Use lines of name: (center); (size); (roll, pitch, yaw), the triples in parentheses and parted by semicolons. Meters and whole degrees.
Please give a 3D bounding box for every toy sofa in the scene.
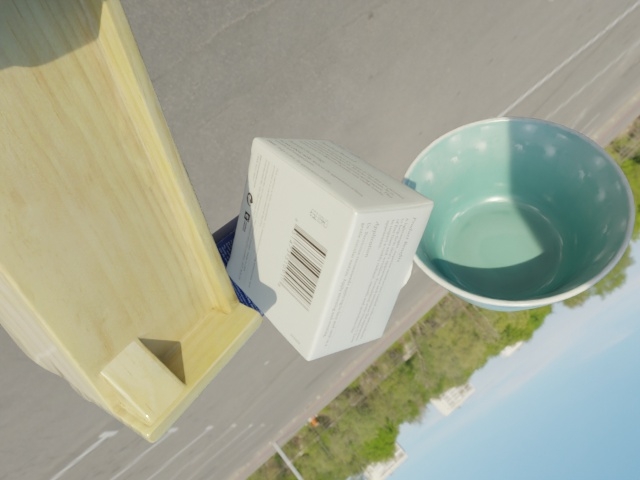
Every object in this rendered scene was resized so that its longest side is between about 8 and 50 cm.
toy sofa: (-0.189, -0.030, 0.376); (0.150, 0.177, 0.362); (-48, 141, -35)

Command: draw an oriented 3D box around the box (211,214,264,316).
box: (-0.085, 0.029, 0.678); (0.225, 0.037, 0.136); (-40, 125, -27)

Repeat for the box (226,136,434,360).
box: (0.000, 0.000, 0.569); (0.119, 0.182, 0.180); (-7, 125, -40)

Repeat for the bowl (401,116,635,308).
bowl: (0.281, -0.017, 0.768); (0.312, 0.311, 0.163); (-40, 148, -8)
